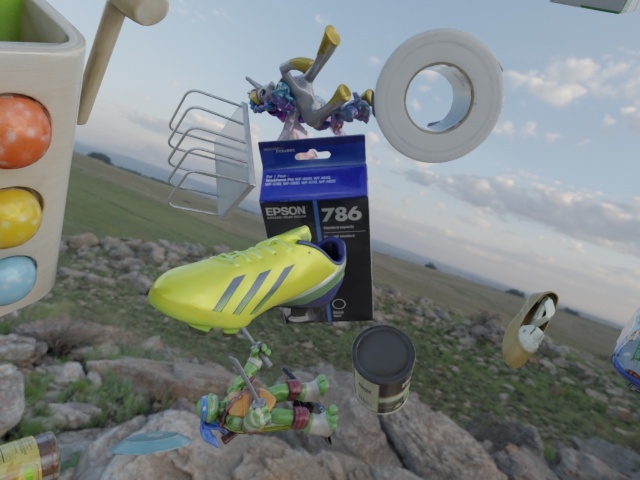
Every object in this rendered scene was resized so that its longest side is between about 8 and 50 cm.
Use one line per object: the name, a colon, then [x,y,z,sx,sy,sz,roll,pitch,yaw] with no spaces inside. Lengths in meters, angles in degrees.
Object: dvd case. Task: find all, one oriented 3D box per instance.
dvd case: [-0.034,0.448,1.126,0.164,0.018,0.221,35,-33,36]

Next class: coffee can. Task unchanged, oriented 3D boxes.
coffee can: [0.207,0.440,1.421,0.202,0.201,0.275,19,-36,21]

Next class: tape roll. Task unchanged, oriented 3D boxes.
tape roll: [0.228,-0.292,0.869,0.246,0.246,0.169,18,19,-1]

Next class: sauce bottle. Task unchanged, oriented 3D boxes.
sauce bottle: [-0.665,0.451,0.744,0.111,0.111,0.344,20,17,41]

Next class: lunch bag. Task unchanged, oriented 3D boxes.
lunch bag: [0.739,0.253,0.841,0.243,0.115,0.303,34,31,29]

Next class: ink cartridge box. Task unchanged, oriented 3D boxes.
ink cartridge box: [0.635,-0.568,0.940,0.153,0.086,0.208,33,44,32]
ink cartridge box: [0.000,0.000,0.683,0.165,0.332,0.065,-3,35,7]

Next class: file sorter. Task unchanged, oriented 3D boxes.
file sorter: [-0.303,-0.231,1.129,0.173,0.277,0.193,11,-32,-36]

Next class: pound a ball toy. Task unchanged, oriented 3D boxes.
pound a ball toy: [-0.242,-0.076,0.348,0.136,0.319,0.208,44,36,12]

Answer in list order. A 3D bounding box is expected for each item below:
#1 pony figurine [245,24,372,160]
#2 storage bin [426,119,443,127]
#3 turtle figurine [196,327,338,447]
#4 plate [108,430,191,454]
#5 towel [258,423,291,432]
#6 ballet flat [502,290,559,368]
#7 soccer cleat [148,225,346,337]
pony figurine: [-0.024,-0.369,1.195,0.363,0.303,0.351,-8,-50,49]
storage bin: [0.417,-0.358,1.427,0.135,0.091,0.098,-5,-48,29]
turtle figurine: [-0.095,0.288,0.841,0.266,0.274,0.198,14,-10,-22]
plate: [-0.412,0.489,1.028,0.188,0.024,0.188,-3,-14,-1]
towel: [-0.149,0.521,1.223,0.237,0.021,0.102,9,2,-29]
ballet flat: [0.500,0.200,0.997,0.080,0.232,0.073,42,-32,0]
soccer cleat: [-0.064,0.033,0.487,0.093,0.121,0.289,29,14,30]
